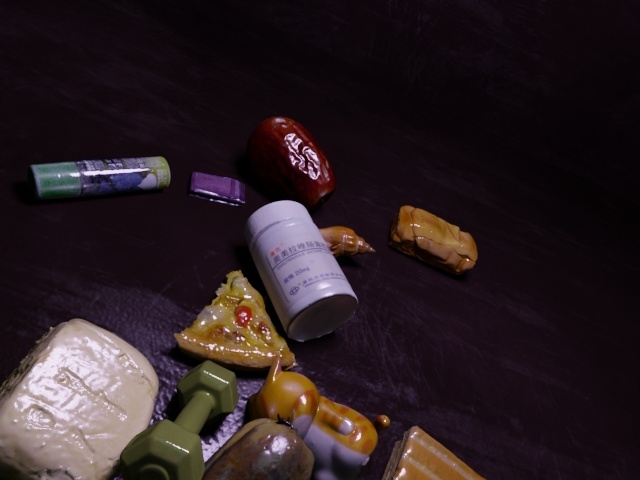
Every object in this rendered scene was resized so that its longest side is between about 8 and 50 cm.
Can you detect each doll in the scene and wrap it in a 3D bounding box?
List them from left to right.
[{"bbox_3d":[-0.014,0.366,0.929,0.270,0.166,0.162,33,12,-2],"label":"doll"}]

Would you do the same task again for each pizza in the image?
[{"bbox_3d":[-0.198,0.168,1.108,0.280,0.075,0.287,10,42,-24],"label":"pizza"}]

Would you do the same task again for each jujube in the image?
[{"bbox_3d":[-0.094,-0.242,1.525,0.318,0.223,0.223,48,41,7],"label":"jujube"}]

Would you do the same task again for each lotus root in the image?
[{"bbox_3d":[-0.127,0.414,0.757,0.275,0.152,0.160,-44,107,-16],"label":"lotus root"}]

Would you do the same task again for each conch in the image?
[{"bbox_3d":[0.000,0.003,1.421,0.331,0.093,0.109,8,56,6],"label":"conch"}]

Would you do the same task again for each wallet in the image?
[{"bbox_3d":[-0.311,-0.161,1.446,0.166,0.030,0.111,12,42,-20],"label":"wallet"}]

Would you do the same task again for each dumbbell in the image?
[{"bbox_3d":[-0.224,0.312,0.811,0.108,0.121,0.302,56,7,-5],"label":"dumbbell"}]

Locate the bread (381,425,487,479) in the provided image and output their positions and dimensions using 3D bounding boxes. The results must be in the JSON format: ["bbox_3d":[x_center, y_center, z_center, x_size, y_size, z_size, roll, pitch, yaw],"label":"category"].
[{"bbox_3d":[0.223,0.539,0.919,0.246,0.111,0.239,36,41,5],"label":"bread"}]

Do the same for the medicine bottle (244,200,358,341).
[{"bbox_3d":[-0.059,0.068,1.214,0.190,0.189,0.332,-2,47,-34],"label":"medicine bottle"}]

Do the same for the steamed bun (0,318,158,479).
[{"bbox_3d":[-0.407,0.284,0.777,0.232,0.166,0.272,39,36,-21],"label":"steamed bun"}]

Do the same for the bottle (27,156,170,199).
[{"bbox_3d":[-0.566,-0.165,1.243,0.330,0.093,0.093,-12,53,-40],"label":"bottle"}]

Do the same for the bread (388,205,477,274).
[{"bbox_3d":[0.381,0.001,1.614,0.295,0.132,0.166,24,31,-4],"label":"bread"}]
